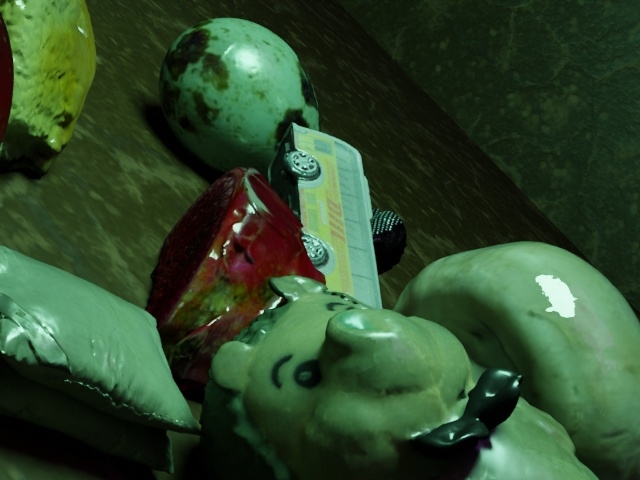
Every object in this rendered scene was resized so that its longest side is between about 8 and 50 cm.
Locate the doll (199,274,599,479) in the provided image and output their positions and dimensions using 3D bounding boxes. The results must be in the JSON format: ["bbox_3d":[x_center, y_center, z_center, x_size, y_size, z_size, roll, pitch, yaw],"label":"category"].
[{"bbox_3d":[0.067,0.175,0.852,0.349,0.247,0.247,39,14,15],"label":"doll"}]

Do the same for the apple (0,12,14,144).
[{"bbox_3d":[-0.289,-0.089,0.706,0.218,0.201,0.218,36,26,-20],"label":"apple"}]

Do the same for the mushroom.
[{"bbox_3d":[0.135,0.147,1.064,0.290,0.297,0.297,-8,47,-35],"label":"mushroom"}]

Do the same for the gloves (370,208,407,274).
[{"bbox_3d":[-0.001,0.008,1.397,0.180,0.106,0.129,-9,45,-33],"label":"gloves"}]

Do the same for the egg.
[{"bbox_3d":[-0.087,-0.154,1.440,0.231,0.169,0.169,49,10,-35],"label":"egg"}]

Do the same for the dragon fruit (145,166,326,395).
[{"bbox_3d":[-0.068,0.038,1.065,0.163,0.189,0.262,10,25,-3],"label":"dragon fruit"}]

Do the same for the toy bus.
[{"bbox_3d":[0.000,0.000,1.260,0.106,0.092,0.268,13,43,-19],"label":"toy bus"}]

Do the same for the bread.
[{"bbox_3d":[-0.286,-0.188,1.073,0.262,0.162,0.204,59,6,4],"label":"bread"}]

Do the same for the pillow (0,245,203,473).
[{"bbox_3d":[-0.164,0.075,0.833,0.181,0.078,0.134,32,20,-39],"label":"pillow"}]
